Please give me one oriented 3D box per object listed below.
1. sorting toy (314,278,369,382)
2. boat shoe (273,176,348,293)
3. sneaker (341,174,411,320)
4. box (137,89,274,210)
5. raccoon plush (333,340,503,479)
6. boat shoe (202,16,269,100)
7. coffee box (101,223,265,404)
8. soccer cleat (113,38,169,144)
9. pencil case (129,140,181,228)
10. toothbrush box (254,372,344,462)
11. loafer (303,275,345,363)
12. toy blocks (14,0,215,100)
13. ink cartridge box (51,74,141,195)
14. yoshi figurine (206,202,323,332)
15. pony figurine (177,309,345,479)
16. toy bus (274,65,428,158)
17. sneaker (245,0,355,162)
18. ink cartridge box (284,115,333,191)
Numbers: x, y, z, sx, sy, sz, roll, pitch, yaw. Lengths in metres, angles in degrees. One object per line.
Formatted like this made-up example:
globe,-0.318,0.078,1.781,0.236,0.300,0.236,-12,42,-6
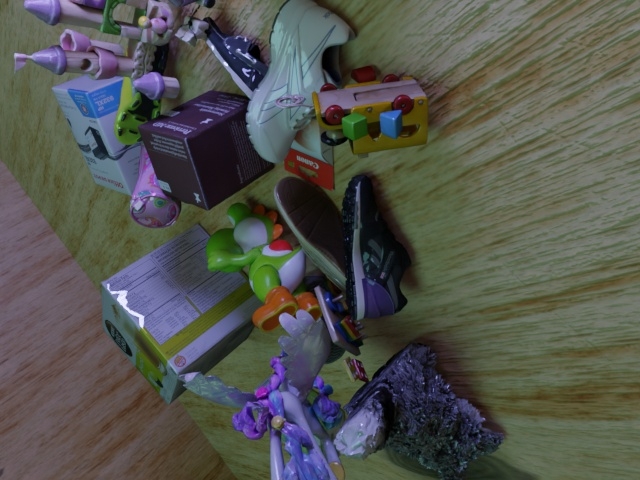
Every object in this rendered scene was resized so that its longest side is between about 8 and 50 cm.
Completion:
sorting toy,0.054,0.175,1.153,0.132,0.046,0.275,43,-158,-54
boat shoe,0.000,0.000,1.143,0.302,0.109,0.098,48,148,-7
sneaker,0.112,0.010,1.047,0.107,0.124,0.284,-126,32,-74
box,-0.237,-0.198,1.147,0.168,0.203,0.167,20,135,36
raccoon plush,0.190,0.410,1.060,0.299,0.446,0.216,47,119,9
boat shoe,-0.153,-0.354,1.038,0.233,0.079,0.084,52,-171,17
coffee box,-0.417,0.222,1.615,0.334,0.338,0.338,46,145,9
soccer cleat,-0.422,-0.364,1.255,0.121,0.093,0.289,49,126,41
pencil case,-0.395,-0.165,1.304,0.124,0.124,0.284,104,162,-49
toothbrush box,-0.063,0.572,1.720,0.283,0.122,0.206,27,138,34
loafer,0.003,0.192,1.343,0.087,0.094,0.251,-143,39,-63
toy blocks,-0.409,-0.428,0.997,0.309,0.260,0.289,38,119,28
ink cartridge box,-0.602,-0.303,1.535,0.223,0.129,0.308,18,133,39
yoshi figurine,-0.157,0.073,1.254,0.362,0.202,0.204,57,154,36
pony figurine,-0.074,0.343,1.086,0.351,0.302,0.364,61,-173,-54
toy bus,0.066,-0.181,0.823,0.202,0.191,0.104,23,137,35
sneaker,-0.038,-0.254,0.919,0.129,0.111,0.297,31,128,14
ink cartridge box,-0.042,-0.188,1.073,0.145,0.045,0.179,28,136,32
